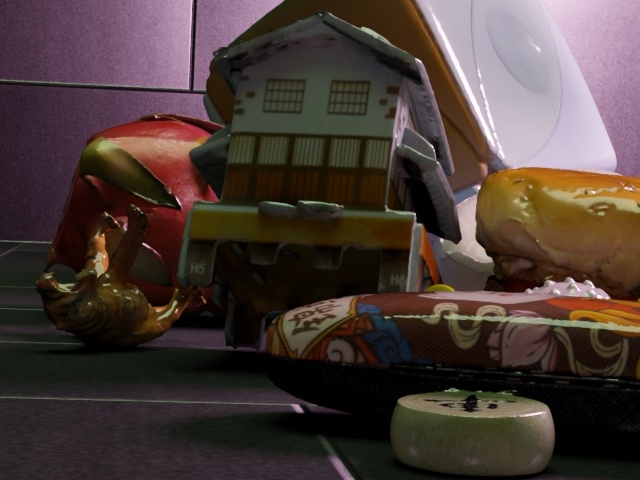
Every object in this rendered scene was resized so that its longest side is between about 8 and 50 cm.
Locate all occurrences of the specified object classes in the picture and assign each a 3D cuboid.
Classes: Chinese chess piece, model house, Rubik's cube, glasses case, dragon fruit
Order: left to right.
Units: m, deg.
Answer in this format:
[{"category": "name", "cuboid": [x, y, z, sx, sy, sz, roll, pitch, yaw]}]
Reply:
[{"category": "dragon fruit", "cuboid": [-0.151, -0.019, 1.566, 0.227, 0.224, 0.224, 12, 1, -4]}, {"category": "model house", "cuboid": [0.007, -0.035, 1.238, 0.198, 0.215, 0.224, 1, -20, 13]}, {"category": "Rubik's cube", "cuboid": [0.112, -0.144, 1.942, 0.352, 0.347, 0.351, -33, -15, 31]}, {"category": "Chinese chess piece", "cuboid": [0.077, 0.097, 0.796, 0.084, 0.034, 0.084, 2, 3, 0]}, {"category": "glasses case", "cuboid": [0.127, 0.072, 0.899, 0.321, 0.082, 0.122, 3, 4, 14]}]

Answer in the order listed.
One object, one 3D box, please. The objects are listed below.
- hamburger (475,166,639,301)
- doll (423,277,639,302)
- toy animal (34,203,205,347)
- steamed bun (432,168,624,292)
[{"category": "hamburger", "cuboid": [0.244, 0.024, 1.293, 0.244, 0.163, 0.244, 4, 0, 0]}, {"category": "doll", "cuboid": [0.140, 0.068, 1.110, 0.207, 0.081, 0.129, 0, -16, -14]}, {"category": "toy animal", "cuboid": [-0.182, 0.049, 1.357, 0.116, 0.114, 0.255, -42, 8, -12]}, {"category": "steamed bun", "cuboid": [0.226, 0.021, 1.536, 0.228, 0.130, 0.177, -18, 31, -9]}]
